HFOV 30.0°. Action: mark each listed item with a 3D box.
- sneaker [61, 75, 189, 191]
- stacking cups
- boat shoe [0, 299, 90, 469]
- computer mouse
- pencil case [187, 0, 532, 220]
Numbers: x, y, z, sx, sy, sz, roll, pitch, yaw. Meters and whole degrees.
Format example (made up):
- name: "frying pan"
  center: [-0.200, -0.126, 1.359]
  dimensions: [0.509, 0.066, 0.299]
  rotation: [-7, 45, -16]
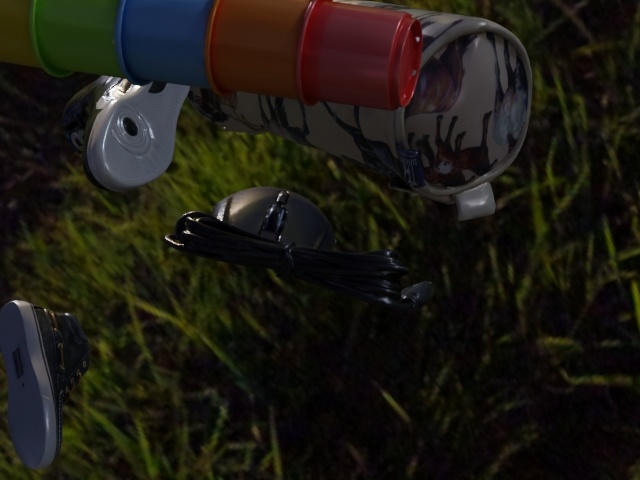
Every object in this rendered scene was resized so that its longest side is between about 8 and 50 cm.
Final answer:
- name: "sneaker"
  center: [-0.199, -0.096, 1.122]
  dimensions: [0.121, 0.079, 0.217]
  rotation: [-25, 27, 27]
- name: "stacking cups"
  center: [-0.091, -0.135, 0.808]
  dimensions: [0.316, 0.096, 0.096]
  rotation: [14, 59, 15]
- name: "boat shoe"
  center: [-0.271, 0.145, 1.216]
  dimensions: [0.065, 0.083, 0.183]
  rotation: [-37, 56, 33]
- name: "computer mouse"
  center: [0.000, 0.000, 0.894]
  dimensions: [0.184, 0.262, 0.060]
  rotation: [15, 92, 5]
- name: "pencil case"
  center: [0.018, -0.153, 1.202]
  dimensions: [0.160, 0.183, 0.410]
  rotation: [-6, 18, -36]
